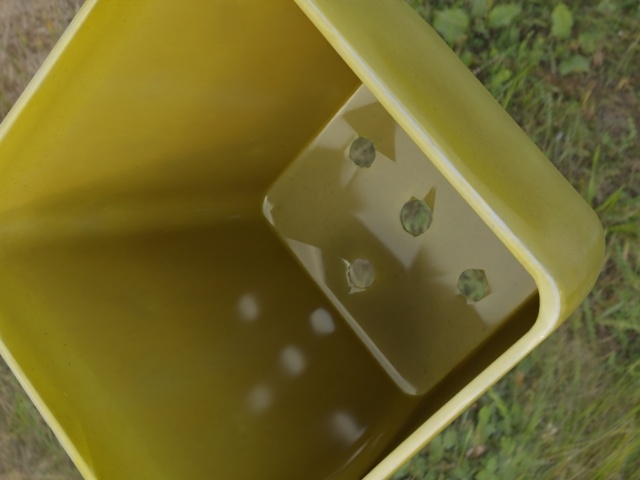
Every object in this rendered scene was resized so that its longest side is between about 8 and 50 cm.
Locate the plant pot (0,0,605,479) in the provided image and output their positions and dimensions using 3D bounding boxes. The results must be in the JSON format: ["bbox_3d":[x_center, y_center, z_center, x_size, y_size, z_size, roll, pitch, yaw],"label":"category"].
[{"bbox_3d":[0.000,0.000,0.528,0.212,0.212,0.187,51,29,16],"label":"plant pot"}]
